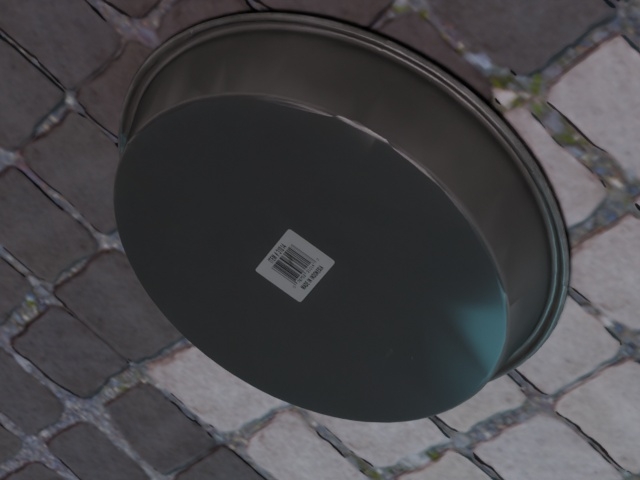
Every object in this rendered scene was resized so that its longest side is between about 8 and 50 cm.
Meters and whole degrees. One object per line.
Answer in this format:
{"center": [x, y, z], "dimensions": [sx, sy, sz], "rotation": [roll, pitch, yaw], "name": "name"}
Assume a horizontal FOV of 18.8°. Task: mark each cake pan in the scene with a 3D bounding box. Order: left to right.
{"center": [0.000, 0.000, 1.143], "dimensions": [0.293, 0.054, 0.293], "rotation": [17, 136, 17], "name": "cake pan"}
